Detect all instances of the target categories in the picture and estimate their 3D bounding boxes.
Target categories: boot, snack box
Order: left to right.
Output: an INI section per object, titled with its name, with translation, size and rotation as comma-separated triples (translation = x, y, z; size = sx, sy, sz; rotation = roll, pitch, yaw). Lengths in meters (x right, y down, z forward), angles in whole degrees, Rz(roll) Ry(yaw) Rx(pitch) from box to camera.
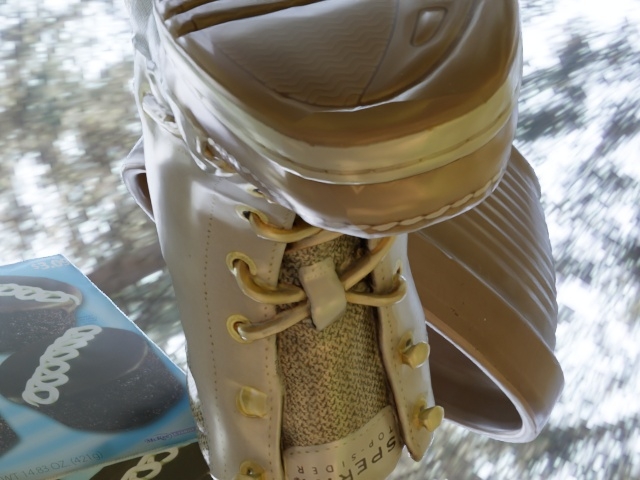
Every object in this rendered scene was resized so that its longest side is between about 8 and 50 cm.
[snack box]
translation = -0.226, 0.100, 0.980
size = 0.187, 0.322, 0.060
rotation = 39, -50, 43
[boot]
translation = 0.000, 0.000, 0.598
size = 0.095, 0.262, 0.203
rotation = -14, -66, -14

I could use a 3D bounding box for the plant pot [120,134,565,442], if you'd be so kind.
[plant pot]
translation = 0.030, -0.010, 0.965
size = 0.237, 0.237, 0.110
rotation = 33, -102, 7
